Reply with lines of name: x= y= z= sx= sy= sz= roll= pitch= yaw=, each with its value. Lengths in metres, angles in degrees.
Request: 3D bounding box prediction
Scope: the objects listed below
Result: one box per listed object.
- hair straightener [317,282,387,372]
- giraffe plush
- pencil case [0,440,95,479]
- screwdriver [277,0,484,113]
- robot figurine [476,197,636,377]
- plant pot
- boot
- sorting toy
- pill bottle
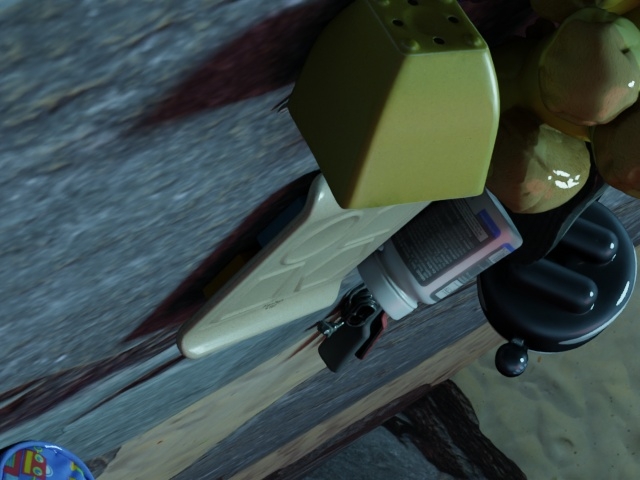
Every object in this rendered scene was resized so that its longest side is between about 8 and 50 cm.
hair straightener: x=0.045 y=0.089 z=1.363 sx=0.089 sy=0.047 sz=0.230 roll=-25 pitch=166 yaw=-31
giraffe plush: x=0.144 y=-0.088 z=0.733 sx=0.170 sy=0.181 sz=0.210 roll=-29 pitch=-153 yaw=40
pencil case: x=-0.309 y=0.296 z=1.120 sx=0.133 sy=0.119 sz=0.306 roll=19 pitch=135 yaw=-37
screwdriver: x=0.048 y=-0.109 z=0.646 sx=0.170 sy=0.025 sz=0.024 roll=-37 pitch=167 yaw=16
robot figurine: x=0.263 y=0.039 z=1.427 sx=0.209 sy=0.173 sz=0.278 roll=-27 pitch=168 yaw=0
plant pot: x=0.041 y=-0.076 z=0.608 sx=0.081 sy=0.081 sz=0.083 roll=-7 pitch=138 yaw=-24
boot: x=0.265 y=-0.069 z=1.225 sx=0.161 sy=0.083 sz=0.246 roll=-33 pitch=171 yaw=-26
sorting toy: x=0.000 y=0.000 z=0.943 sx=0.193 sy=0.038 sz=0.208 roll=-19 pitch=157 yaw=-48
pill bottle: x=0.107 y=0.009 z=1.128 sx=0.137 sy=0.078 sz=0.078 roll=-34 pitch=168 yaw=11
